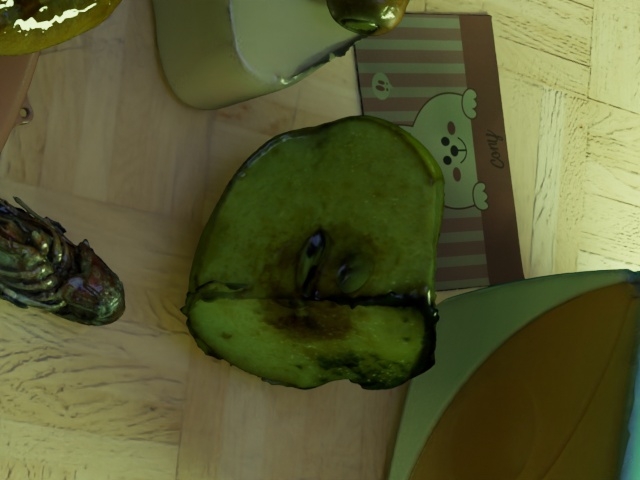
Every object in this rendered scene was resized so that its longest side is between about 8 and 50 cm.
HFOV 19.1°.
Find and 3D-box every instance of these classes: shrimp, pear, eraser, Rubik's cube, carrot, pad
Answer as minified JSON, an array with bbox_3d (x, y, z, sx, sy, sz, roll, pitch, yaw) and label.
[{"bbox_3d":[-0.272,0.008,1.681,0.233,0.079,0.090,36,59,-22],"label":"shrimp"},{"bbox_3d":[0.000,0.000,1.833,0.164,0.238,0.255,80,12,-54],"label":"pear"},{"bbox_3d":[-0.013,-0.297,1.873,0.331,0.150,0.331,6,80,-33],"label":"eraser"},{"bbox_3d":[0.298,0.242,1.901,0.351,0.347,0.352,19,72,-34],"label":"Rubik's cube"},{"bbox_3d":[0.054,-0.288,1.777,0.087,0.087,0.193,17,74,-34],"label":"carrot"},{"bbox_3d":[0.128,-0.096,2.035,0.202,0.005,0.300,-4,86,-37],"label":"pad"}]

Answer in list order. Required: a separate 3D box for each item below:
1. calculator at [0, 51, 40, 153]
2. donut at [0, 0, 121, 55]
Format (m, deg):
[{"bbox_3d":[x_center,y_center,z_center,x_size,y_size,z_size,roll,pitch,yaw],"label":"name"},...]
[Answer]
[{"bbox_3d":[-0.379,-0.185,1.645,0.329,0.048,0.220,30,65,-32],"label":"calculator"},{"bbox_3d":[-0.279,-0.338,1.583,0.360,0.170,0.360,-16,114,-40],"label":"donut"}]
